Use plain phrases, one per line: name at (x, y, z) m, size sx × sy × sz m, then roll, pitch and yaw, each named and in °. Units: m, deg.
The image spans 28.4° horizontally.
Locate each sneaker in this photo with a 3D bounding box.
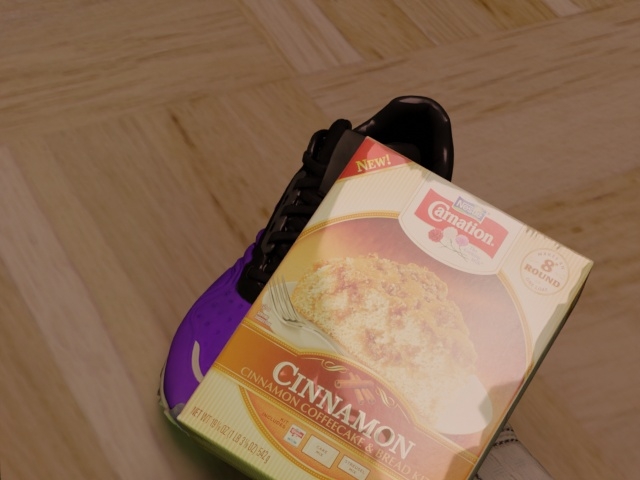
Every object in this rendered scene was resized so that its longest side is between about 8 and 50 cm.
sneaker at (-0.001, -0.001, 0.793) m, size 0.102 × 0.146 × 0.293 m, roll 28°, pitch 45°, yaw 13°

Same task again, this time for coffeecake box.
coffeecake box at (0.037, 0.061, 0.679) m, size 0.142 × 0.068 × 0.185 m, roll 30°, pitch 74°, yaw 13°

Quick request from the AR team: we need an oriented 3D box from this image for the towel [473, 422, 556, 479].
towel at (0.069, 0.256, 0.623) m, size 0.312 × 0.056 × 0.324 m, roll -19°, pitch 54°, yaw -30°
